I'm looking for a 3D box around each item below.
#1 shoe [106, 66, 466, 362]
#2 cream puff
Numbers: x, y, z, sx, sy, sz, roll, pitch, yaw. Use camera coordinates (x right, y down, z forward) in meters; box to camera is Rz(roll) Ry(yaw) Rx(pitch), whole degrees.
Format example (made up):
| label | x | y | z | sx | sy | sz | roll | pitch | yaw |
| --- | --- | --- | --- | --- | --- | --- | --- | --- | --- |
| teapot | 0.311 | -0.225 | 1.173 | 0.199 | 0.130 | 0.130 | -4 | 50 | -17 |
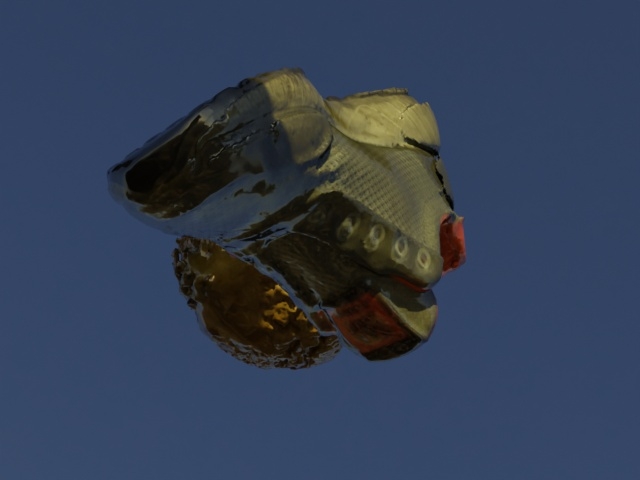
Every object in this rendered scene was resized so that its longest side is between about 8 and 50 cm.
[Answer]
| label | x | y | z | sx | sy | sz | roll | pitch | yaw |
| --- | --- | --- | --- | --- | --- | --- | --- | --- | --- |
| shoe | 0.000 | 0.000 | 1.036 | 0.132 | 0.336 | 0.171 | -31 | -101 | 24 |
| cream puff | -0.054 | 0.044 | 1.520 | 0.189 | 0.129 | 0.189 | 28 | -29 | 17 |
